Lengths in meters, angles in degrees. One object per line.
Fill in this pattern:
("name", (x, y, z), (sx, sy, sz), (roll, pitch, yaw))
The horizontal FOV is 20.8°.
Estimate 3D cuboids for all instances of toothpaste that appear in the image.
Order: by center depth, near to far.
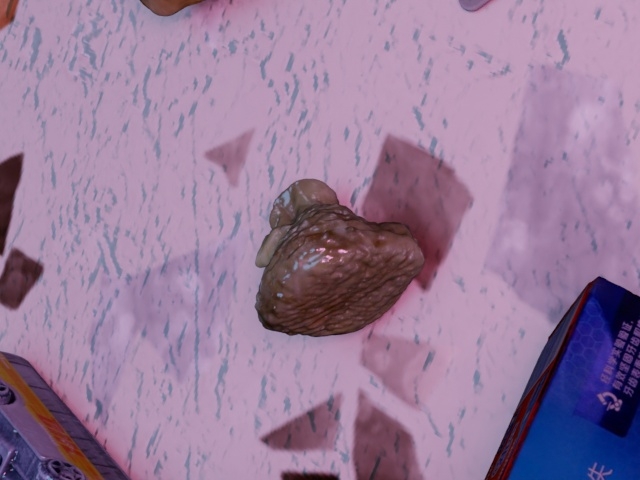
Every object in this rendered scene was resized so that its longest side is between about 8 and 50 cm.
("toothpaste", (0.069, 0.158, 0.622), (0.320, 0.076, 0.066), (-60, -4, -33))

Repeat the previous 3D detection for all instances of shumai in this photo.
("shumai", (0.000, 0.000, 0.846), (0.083, 0.082, 0.080), (-32, 58, 9))

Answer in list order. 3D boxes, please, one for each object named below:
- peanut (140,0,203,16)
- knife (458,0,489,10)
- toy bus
("peanut", (-0.043, -0.197, 0.917), (0.193, 0.089, 0.089), (-50, 52, 23))
("knife", (0.148, -0.179, 0.782), (0.244, 0.032, 0.058), (-28, 66, 40))
("toy bus", (-0.156, 0.128, 0.957), (0.190, 0.075, 0.064), (39, 106, 41))
